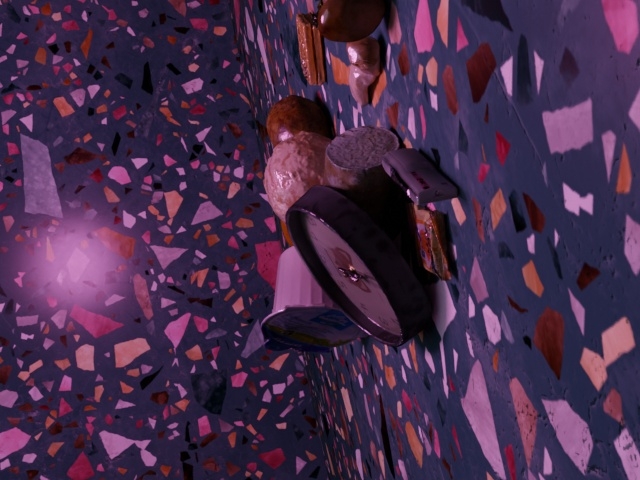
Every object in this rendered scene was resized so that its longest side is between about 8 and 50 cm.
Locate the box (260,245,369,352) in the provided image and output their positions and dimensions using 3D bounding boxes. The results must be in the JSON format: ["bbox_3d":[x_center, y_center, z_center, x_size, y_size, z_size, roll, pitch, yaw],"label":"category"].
[{"bbox_3d":[-0.027,0.142,1.863,0.291,0.263,0.206,-32,46,43],"label":"box"}]

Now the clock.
[{"bbox_3d":[0.060,0.049,1.328,0.325,0.067,0.325,46,163,19],"label":"clock"}]

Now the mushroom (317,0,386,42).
[{"bbox_3d":[0.008,-0.474,1.227,0.128,0.129,0.349,97,157,-64],"label":"mushroom"}]

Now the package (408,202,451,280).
[{"bbox_3d":[0.167,0.000,1.148,0.121,0.031,0.107,-140,40,-76],"label":"package"}]

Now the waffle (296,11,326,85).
[{"bbox_3d":[-0.021,-0.439,1.719,0.102,0.043,0.147,-114,15,-55],"label":"waffle"}]

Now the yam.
[{"bbox_3d":[0.073,-0.081,1.364,0.330,0.133,0.133,87,168,-59],"label":"yam"}]

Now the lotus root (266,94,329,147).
[{"bbox_3d":[-0.055,-0.271,1.810,0.260,0.145,0.128,-113,8,-62],"label":"lotus root"}]

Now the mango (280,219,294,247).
[{"bbox_3d":[-0.027,-0.043,1.911,0.120,0.152,0.220,20,120,57],"label":"mango"}]

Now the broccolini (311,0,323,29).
[{"bbox_3d":[0.004,-0.518,1.481,0.052,0.054,0.194,-76,-18,-65],"label":"broccolini"}]

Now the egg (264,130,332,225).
[{"bbox_3d":[-0.017,-0.115,1.622,0.203,0.204,0.245,148,104,-80],"label":"egg"}]

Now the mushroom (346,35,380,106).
[{"bbox_3d":[0.071,-0.293,1.318,0.202,0.055,0.059,96,159,-76],"label":"mushroom"}]

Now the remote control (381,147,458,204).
[{"bbox_3d":[0.139,-0.096,1.088,0.166,0.065,0.029,-118,20,-62],"label":"remote control"}]
